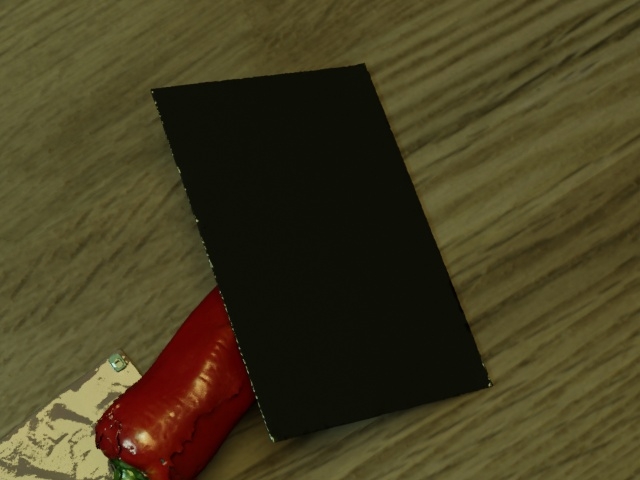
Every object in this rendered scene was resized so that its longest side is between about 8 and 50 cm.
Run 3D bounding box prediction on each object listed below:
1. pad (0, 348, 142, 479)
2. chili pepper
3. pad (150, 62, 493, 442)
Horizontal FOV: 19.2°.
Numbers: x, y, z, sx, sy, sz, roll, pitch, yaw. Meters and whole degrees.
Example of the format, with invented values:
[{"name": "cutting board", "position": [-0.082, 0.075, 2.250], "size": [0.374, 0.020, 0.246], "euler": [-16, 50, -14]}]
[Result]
[{"name": "pad", "position": [-0.232, 0.199, 1.789], "size": [0.187, 0.006, 0.113], "euler": [-37, 76, -12]}, {"name": "chili pepper", "position": [-0.110, 0.130, 1.765], "size": [0.110, 0.110, 0.387], "euler": [33, 66, 10]}, {"name": "pad", "position": [0.000, 0.000, 1.813], "size": [0.247, 0.007, 0.368], "euler": [-11, 69, -29]}]
